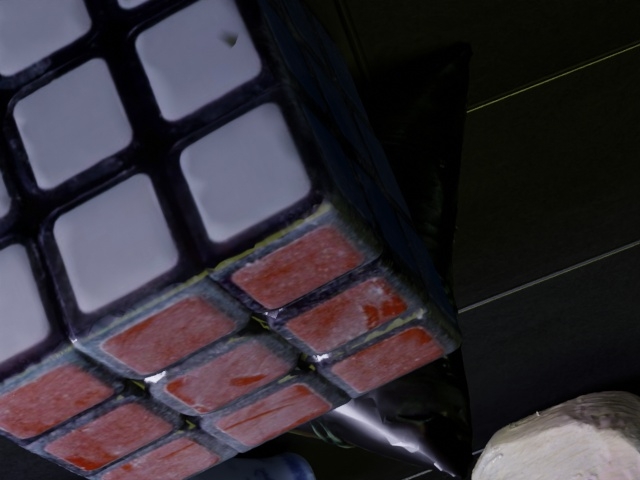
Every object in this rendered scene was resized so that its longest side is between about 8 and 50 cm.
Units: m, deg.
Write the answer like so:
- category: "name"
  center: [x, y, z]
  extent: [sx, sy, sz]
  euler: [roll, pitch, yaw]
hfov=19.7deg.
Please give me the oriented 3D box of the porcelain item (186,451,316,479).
- category: "porcelain item"
  center: [-0.128, 0.285, 1.962]
  extent: [0.259, 0.141, 0.141]
  euler: [-6, 146, -36]

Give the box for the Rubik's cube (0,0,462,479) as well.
- category: "Rubik's cube"
  center: [-0.114, -0.026, 1.343]
  extent: [0.304, 0.301, 0.305]
  euler: [-27, 152, 8]

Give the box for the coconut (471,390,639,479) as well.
- category: "coconut"
  center: [0.337, 0.316, 2.110]
  extent: [0.255, 0.297, 0.297]
  euler: [-21, 149, 23]

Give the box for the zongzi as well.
- category: "zongzi"
  center: [0.000, 0.000, 1.594]
  extent: [0.383, 0.362, 0.319]
  euler: [5, 167, 38]
